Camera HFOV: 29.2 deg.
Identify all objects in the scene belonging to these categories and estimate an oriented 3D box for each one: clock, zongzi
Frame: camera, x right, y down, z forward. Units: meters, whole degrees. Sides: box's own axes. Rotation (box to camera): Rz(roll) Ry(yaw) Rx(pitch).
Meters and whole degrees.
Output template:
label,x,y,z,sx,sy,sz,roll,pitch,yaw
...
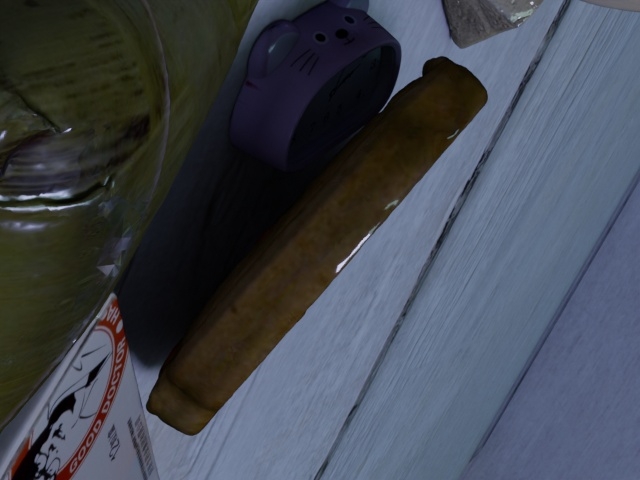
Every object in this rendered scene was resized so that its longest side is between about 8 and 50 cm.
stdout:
label,x,y,z,sx,sy,sz,roll,pitch,yaw
clock,0.003,-0.122,0.913,0.153,0.050,0.110,-39,154,-40
zongzi,-0.129,-0.033,0.632,0.300,0.145,0.273,-39,159,-55

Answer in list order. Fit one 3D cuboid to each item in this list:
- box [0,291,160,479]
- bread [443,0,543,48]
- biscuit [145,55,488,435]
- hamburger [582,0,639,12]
label,x,y,z,sx,sy,sz,roll,pitch,yaw
box,-0.197,0.200,0.863,0.353,0.069,0.214,89,23,-55
bread,0.133,-0.235,1.082,0.077,0.105,0.152,-53,-168,-10
biscuit,0.000,0.000,0.956,0.359,0.074,0.381,-47,-178,16
hamburger,0.228,-0.292,0.817,0.302,0.302,0.170,-49,153,-19
